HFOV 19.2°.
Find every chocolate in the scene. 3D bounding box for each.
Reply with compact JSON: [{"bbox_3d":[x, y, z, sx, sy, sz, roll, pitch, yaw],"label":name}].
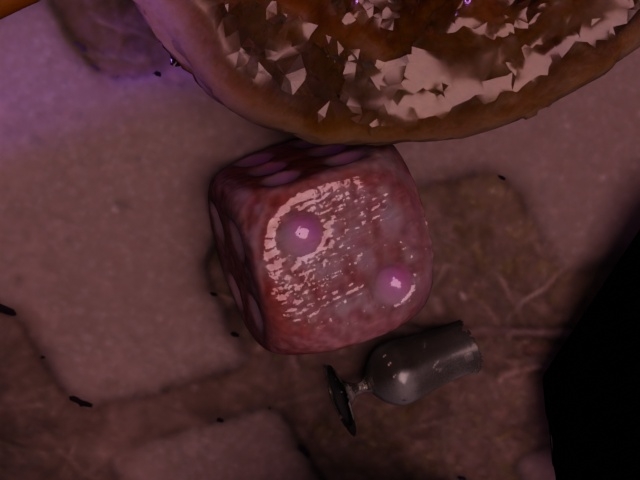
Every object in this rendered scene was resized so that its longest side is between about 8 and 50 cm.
[{"bbox_3d":[0.273,0.085,1.032,0.177,0.206,0.224,9,118,-49],"label":"chocolate"}]

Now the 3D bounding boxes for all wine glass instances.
[{"bbox_3d":[0.046,0.073,1.018,0.083,0.042,0.039,-19,137,-15],"label":"wine glass"}]

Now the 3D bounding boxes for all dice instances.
[{"bbox_3d":[0.000,0.000,0.958,0.094,0.093,0.091,-19,108,-14],"label":"dice"}]

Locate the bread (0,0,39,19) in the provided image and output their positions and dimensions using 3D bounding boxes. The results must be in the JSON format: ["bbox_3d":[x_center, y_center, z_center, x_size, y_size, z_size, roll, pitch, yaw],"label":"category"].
[{"bbox_3d":[-0.172,-0.160,0.880,0.200,0.077,0.116,-25,117,-10],"label":"bread"}]

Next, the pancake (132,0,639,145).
[{"bbox_3d":[0.053,-0.216,0.879,0.356,0.065,0.356,-5,104,-20],"label":"pancake"}]
